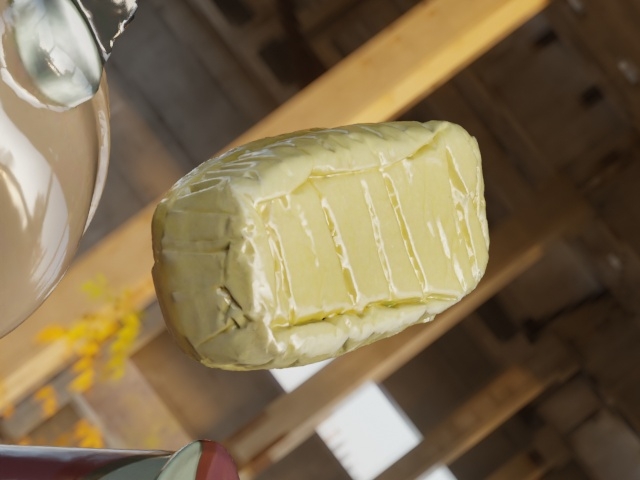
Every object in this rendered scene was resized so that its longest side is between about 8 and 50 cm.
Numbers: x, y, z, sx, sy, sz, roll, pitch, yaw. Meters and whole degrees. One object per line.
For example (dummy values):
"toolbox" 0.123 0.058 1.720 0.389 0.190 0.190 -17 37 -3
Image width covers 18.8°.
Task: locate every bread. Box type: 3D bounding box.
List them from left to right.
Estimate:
"bread" 0.000 0.000 1.205 0.106 0.236 0.140 -5 -82 47

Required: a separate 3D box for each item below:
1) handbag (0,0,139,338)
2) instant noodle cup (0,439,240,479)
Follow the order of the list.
"handbag" -0.174 -0.093 0.549 0.302 0.283 0.149 62 6 -22
"instant noodle cup" -0.157 0.208 1.027 0.178 0.234 0.235 7 -23 14
